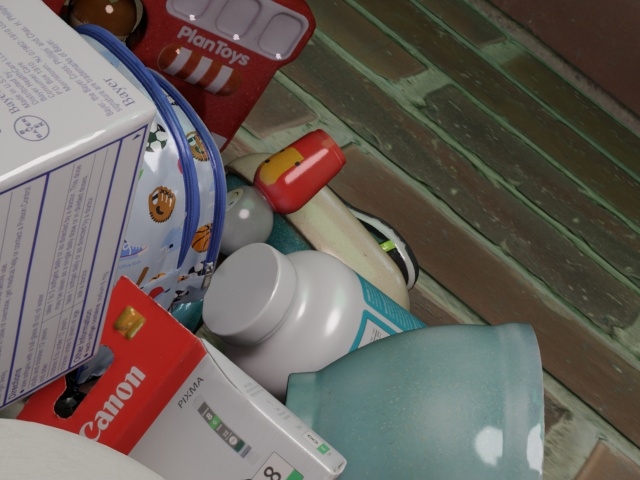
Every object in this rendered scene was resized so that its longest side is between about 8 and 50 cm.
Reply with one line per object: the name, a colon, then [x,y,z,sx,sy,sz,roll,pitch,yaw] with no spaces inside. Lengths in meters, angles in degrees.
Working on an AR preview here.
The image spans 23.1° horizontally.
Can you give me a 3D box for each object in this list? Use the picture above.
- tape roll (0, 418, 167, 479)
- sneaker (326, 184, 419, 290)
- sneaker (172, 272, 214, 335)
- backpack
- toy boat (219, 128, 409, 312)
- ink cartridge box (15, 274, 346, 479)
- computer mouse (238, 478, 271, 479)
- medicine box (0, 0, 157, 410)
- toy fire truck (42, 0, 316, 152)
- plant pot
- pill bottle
tape roll: [-0.159,0.286,0.954,0.392,0.072,0.392,30,34,-23]
sneaker: [0.000,0.000,1.796,0.235,0.084,0.097,36,48,3]
sneaker: [-0.185,-0.015,1.518,0.125,0.104,0.262,18,29,-31]
backpack: [-0.199,-0.040,1.307,0.213,0.263,0.276,-30,63,-33]
toy boat: [-0.033,0.001,1.573,0.267,0.148,0.318,47,-10,21]
ink cartridge box: [-0.121,0.164,1.171,0.225,0.181,0.056,39,11,7]
computer mouse: [0.000,0.249,1.070,0.262,0.060,0.184,0,56,-37]
medicine box: [-0.279,0.010,1.039,0.289,0.263,0.149,-29,62,-38]
toy fire truck: [-0.188,-0.212,1.686,0.302,0.254,0.169,23,26,-26]
plant pot: [0.058,0.202,1.271,0.196,0.293,0.293,6,28,-2]
pill bottle: [0.013,0.104,1.435,0.264,0.146,0.146,38,18,-37]
